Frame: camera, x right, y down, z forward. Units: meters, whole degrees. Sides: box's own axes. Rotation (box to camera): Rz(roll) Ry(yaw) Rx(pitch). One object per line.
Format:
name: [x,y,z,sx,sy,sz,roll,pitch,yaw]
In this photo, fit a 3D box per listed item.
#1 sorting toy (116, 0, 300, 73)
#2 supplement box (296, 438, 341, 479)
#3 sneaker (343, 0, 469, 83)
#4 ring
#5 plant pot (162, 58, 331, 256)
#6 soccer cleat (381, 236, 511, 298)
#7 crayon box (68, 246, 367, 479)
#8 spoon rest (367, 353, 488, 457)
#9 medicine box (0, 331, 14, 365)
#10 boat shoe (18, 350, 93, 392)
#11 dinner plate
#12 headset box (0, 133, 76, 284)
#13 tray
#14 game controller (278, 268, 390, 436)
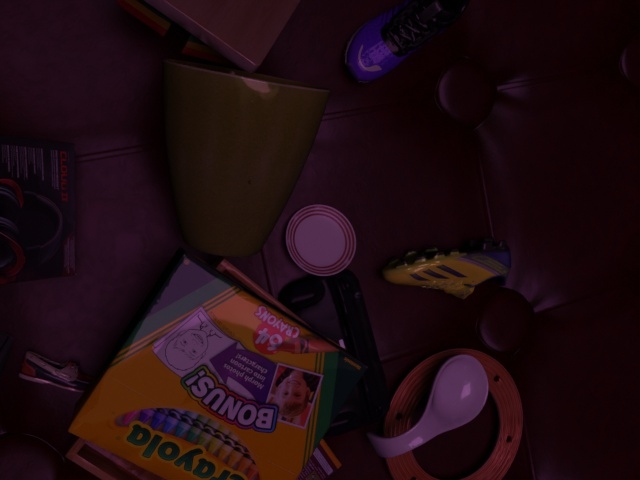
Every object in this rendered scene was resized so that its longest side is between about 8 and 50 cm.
sorting toy: [-0.186,-0.406,1.091,0.255,0.089,0.257,33,48,-13]
supplement box: [-0.070,0.431,1.211,0.188,0.081,0.104,-37,104,-16]
sneaker: [0.174,-0.416,1.239,0.293,0.146,0.102,-41,104,-15]
ring: [0.279,0.392,1.366,0.336,0.032,0.337,0,91,-21]
plant pot: [-0.142,-0.131,1.092,0.274,0.275,0.294,5,106,-20]
soccer cleat: [0.263,0.069,1.318,0.289,0.093,0.121,-8,101,-19]
crayon box: [-0.159,0.240,1.059,0.362,0.106,0.313,34,86,-17]
spoon rest: [0.226,0.334,1.281,0.276,0.084,0.137,-33,103,-18]
medicine box: [-0.609,0.179,0.907,0.289,0.263,0.149,22,83,-19]
boat shoe: [-0.432,0.223,1.091,0.137,0.049,0.043,18,83,-15]
dinner plate: [0.000,0.000,1.244,0.141,0.017,0.141,5,75,-18]
headset box: [-0.483,-0.046,0.958,0.110,0.293,0.218,2,93,22]
tray: [-0.225,0.249,1.134,0.203,0.076,0.411,40,85,-17]
game controller: [0.029,0.219,1.261,0.166,0.067,0.319,-15,97,-5]
